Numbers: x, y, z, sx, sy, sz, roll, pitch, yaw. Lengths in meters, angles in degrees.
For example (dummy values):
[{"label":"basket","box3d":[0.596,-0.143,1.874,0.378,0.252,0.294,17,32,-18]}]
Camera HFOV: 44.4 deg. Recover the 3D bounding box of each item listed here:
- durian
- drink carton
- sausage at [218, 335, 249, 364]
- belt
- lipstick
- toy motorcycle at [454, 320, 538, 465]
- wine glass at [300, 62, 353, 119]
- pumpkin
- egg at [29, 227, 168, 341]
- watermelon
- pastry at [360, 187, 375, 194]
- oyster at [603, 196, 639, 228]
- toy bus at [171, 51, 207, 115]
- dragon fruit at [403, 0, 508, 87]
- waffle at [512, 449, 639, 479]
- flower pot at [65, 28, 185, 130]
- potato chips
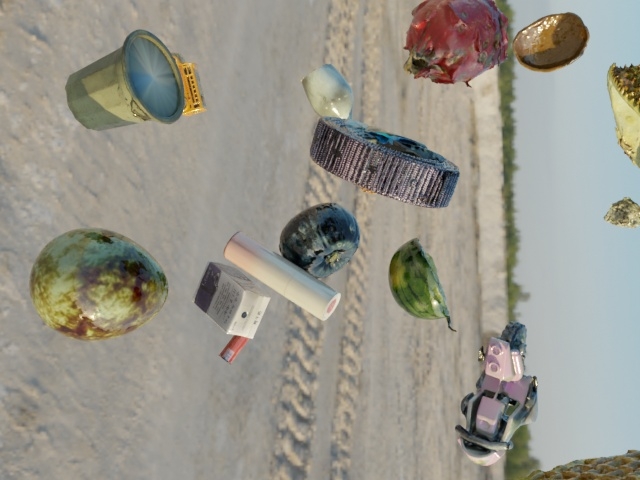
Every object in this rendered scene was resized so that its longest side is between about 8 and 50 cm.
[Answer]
[{"label":"durian","box3d":[0.657,-0.248,1.572,0.144,0.139,0.252,-47,130,-16]},{"label":"drink carton","box3d":[-0.253,0.164,2.195,0.102,0.222,0.134,20,99,-40]},{"label":"sausage","box3d":[-0.235,0.288,2.267,0.145,0.048,0.050,-54,-164,-6]},{"label":"belt","box3d":[0.135,-0.167,1.673,0.260,0.325,0.122,-44,154,-70]},{"label":"lipstick","box3d":[-0.103,0.091,2.070,0.087,0.327,0.087,-50,160,-25]},{"label":"toy motorcycle","box3d":[0.366,0.334,1.624,0.188,0.143,0.327,-27,126,-49]},{"label":"wine glass","box3d":[0.050,-0.370,2.197,0.241,0.126,0.126,60,14,2]},{"label":"pumpkin","box3d":[0.000,0.000,2.156,0.163,0.233,0.233,55,-4,28]},{"label":"egg","box3d":[-0.462,0.096,1.649,0.289,0.238,0.238,18,65,-34]},{"label":"watermelon","box3d":[0.238,0.114,1.946,0.204,0.127,0.232,-106,173,-77]},{"label":"pastry","box3d":[0.107,-0.194,1.889,0.063,0.087,0.169,0,77,-61]},{"label":"oyster","box3d":[0.734,-0.064,1.898,0.037,0.098,0.100,-38,142,-21]},{"label":"toy bus","box3d":[-0.345,-0.407,2.022,0.069,0.074,0.162,-44,121,-82]},{"label":"dragon fruit","box3d":[0.270,-0.423,1.645,0.268,0.205,0.210,-35,125,-28]},{"label":"waffle","box3d":[0.456,0.406,1.296,0.325,0.302,0.068,6,70,-70]},{"label":"flower pot","box3d":[-0.438,-0.334,1.746,0.212,0.202,0.212,37,46,-50]},{"label":"potato chips","box3d":[0.636,-0.543,2.155,0.049,0.201,0.150,-33,98,-58]}]
